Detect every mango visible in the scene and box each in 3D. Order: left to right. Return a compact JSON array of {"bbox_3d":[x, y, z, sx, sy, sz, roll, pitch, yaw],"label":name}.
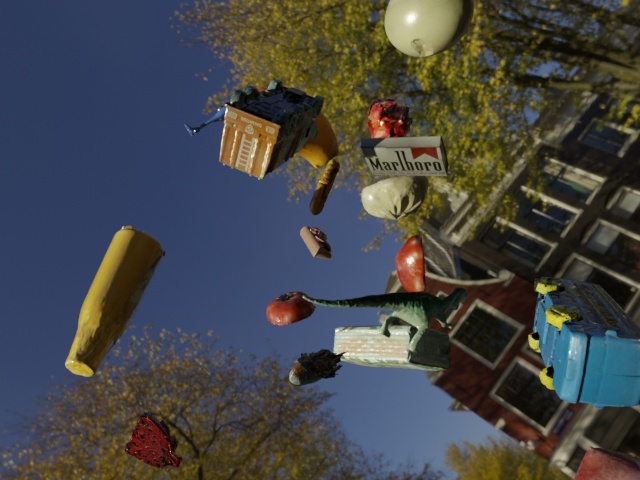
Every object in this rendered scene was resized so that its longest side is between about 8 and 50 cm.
[{"bbox_3d":[-0.078,-0.368,1.661,0.359,0.144,0.186,25,-105,-34],"label":"mango"}]

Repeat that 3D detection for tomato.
[{"bbox_3d":[-0.137,0.282,2.251,0.225,0.225,0.084,-29,-68,-35],"label":"tomato"},{"bbox_3d":[0.252,0.062,1.455,0.166,0.082,0.174,-81,-15,-51],"label":"tomato"}]

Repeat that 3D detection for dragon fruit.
[{"bbox_3d":[-0.356,0.441,1.151,0.097,0.131,0.063,-59,6,3],"label":"dragon fruit"},{"bbox_3d":[0.216,-0.327,1.449,0.153,0.111,0.152,0,-90,-48],"label":"dragon fruit"}]

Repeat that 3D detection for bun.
[{"bbox_3d":[0.245,-0.135,1.681,0.231,0.231,0.133,-15,-94,-45],"label":"bun"}]

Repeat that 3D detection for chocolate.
[{"bbox_3d":[-0.585,0.174,1.479,0.162,0.162,0.445,73,-160,-48],"label":"chocolate"}]

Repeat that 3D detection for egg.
[{"bbox_3d":[0.309,-0.645,1.496,0.219,0.269,0.218,10,-104,-42],"label":"egg"}]

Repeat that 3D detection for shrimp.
[{"bbox_3d":[-0.001,0.311,1.318,0.233,0.090,0.079,-8,-57,-52],"label":"shrimp"}]

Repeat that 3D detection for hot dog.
[{"bbox_3d":[0.017,-0.191,1.840,0.066,0.047,0.215,32,-101,-51],"label":"hot dog"}]

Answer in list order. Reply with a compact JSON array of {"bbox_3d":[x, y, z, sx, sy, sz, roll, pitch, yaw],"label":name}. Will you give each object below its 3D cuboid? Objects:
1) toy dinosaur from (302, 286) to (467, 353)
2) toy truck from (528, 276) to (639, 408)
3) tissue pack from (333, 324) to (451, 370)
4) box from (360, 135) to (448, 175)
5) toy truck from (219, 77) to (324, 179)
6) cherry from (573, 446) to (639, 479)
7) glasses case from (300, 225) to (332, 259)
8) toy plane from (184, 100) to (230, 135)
[{"bbox_3d":[0.144,0.160,1.004,0.383,0.076,0.129,-2,-81,-32],"label":"toy dinosaur"},{"bbox_3d":[0.516,0.183,1.035,0.385,0.163,0.161,-34,-52,-71],"label":"toy truck"},{"bbox_3d":[0.227,0.345,1.667,0.228,0.311,0.127,22,-113,-42],"label":"tissue pack"},{"bbox_3d":[0.188,-0.185,1.153,0.115,0.178,0.035,52,-133,-55],"label":"box"},{"bbox_3d":[-0.103,-0.248,1.147,0.305,0.136,0.162,-53,-16,-61],"label":"toy truck"},{"bbox_3d":[0.496,0.458,0.797,0.206,0.240,0.239,-40,-30,-64],"label":"cherry"},{"bbox_3d":[0.000,0.000,2.082,0.103,0.193,0.070,11,-65,-27],"label":"glasses case"},{"bbox_3d":[-0.248,-0.304,1.263,0.167,0.054,0.062,-33,-9,-12],"label":"toy plane"}]
